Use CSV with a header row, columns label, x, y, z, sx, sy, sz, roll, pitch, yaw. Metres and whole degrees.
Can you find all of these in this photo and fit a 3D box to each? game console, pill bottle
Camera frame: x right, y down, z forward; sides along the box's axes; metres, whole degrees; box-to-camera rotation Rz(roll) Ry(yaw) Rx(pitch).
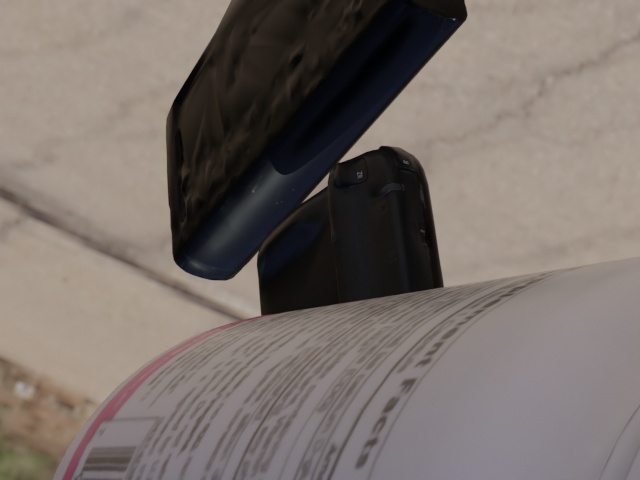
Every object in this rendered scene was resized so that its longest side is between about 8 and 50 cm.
label,x,y,z,sx,sy,sz,roll,pitch,yaw
game console,0.000,0.000,0.824,0.044,0.361,0.213,15,140,-27
pill bottle,0.053,0.087,0.427,0.160,0.160,0.283,30,161,-23
